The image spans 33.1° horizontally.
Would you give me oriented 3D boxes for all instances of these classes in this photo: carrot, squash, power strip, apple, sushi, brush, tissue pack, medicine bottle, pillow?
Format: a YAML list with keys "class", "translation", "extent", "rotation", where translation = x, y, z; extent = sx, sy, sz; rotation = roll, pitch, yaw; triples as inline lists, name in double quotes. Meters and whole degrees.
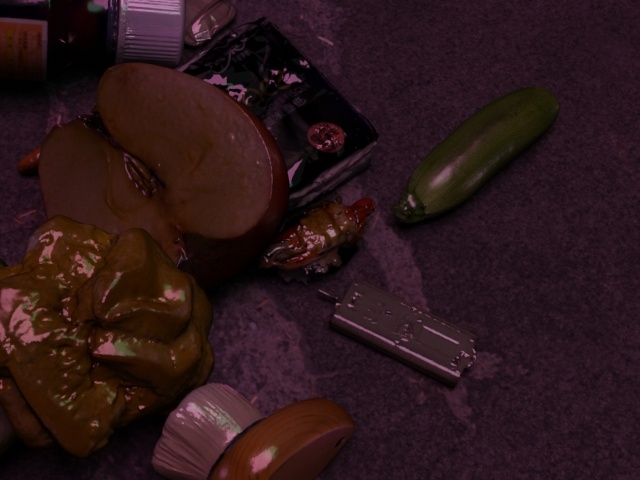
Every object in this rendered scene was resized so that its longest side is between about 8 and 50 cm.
- class: "carrot"
  translation: [-0.429, -0.144, 1.760]
  extent: [0.139, 0.048, 0.048]
  rotation: [-22, 64, -18]
- class: "squash"
  translation: [0.269, -0.154, 1.817]
  extent: [0.395, 0.107, 0.107]
  rotation: [-38, 70, -24]
- class: "power strip"
  translation: [0.114, 0.133, 1.663]
  extent: [0.268, 0.034, 0.092]
  rotation: [25, 60, 9]
- class: "apple"
  translation: [-0.240, -0.084, 1.604]
  extent: [0.329, 0.295, 0.365]
  rotation: [-30, 69, -30]
- class: "sushi"
  translation: [0.001, 0.003, 1.697]
  extent: [0.226, 0.103, 0.097]
  rotation: [-31, 40, -20]
- class: "brush"
  translation: [-0.084, 0.274, 1.490]
  extent: [0.166, 0.174, 0.267]
  rotation: [38, 41, 25]
- class: "tissue pack"
  translation: [-0.094, -0.206, 1.794]
  extent: [0.245, 0.123, 0.332]
  rotation: [-33, 68, -26]
- class: "medicine bottle"
  translation: [-0.424, -0.375, 1.792]
  extent: [0.395, 0.242, 0.242]
  rotation: [5, 58, -9]
- class: "pillow"
  translation: [-0.269, -0.440, 1.963]
  extent: [0.233, 0.038, 0.130]
  rotation: [34, 65, 14]

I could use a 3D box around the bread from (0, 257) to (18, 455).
- class: "bread"
  translation: [-0.555, 0.154, 1.431]
  extent: [0.366, 0.129, 0.382]
  rotation: [37, 51, -17]

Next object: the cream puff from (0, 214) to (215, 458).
- class: "cream puff"
  translation: [-0.286, 0.133, 1.396]
  extent: [0.274, 0.323, 0.269]
  rotation: [-26, 22, 23]
